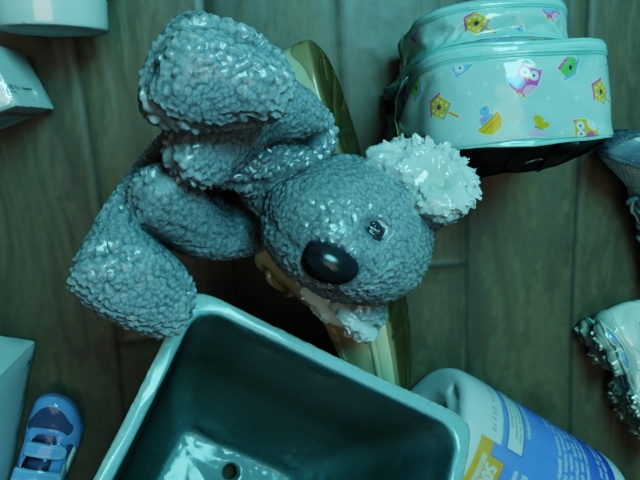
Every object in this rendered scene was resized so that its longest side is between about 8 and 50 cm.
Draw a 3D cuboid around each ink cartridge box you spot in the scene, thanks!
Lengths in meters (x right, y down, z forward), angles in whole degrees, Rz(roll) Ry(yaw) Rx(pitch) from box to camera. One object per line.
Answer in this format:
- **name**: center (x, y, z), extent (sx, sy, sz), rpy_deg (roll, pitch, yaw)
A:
- **ink cartridge box**: center (-0.310, -0.111, 0.498), extent (0.135, 0.099, 0.056), rpy_deg (-23, 102, -2)

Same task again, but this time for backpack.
- **backpack**: center (0.143, -0.121, 0.499), extent (0.166, 0.188, 0.144), rpy_deg (-3, 102, -5)

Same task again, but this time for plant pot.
- **plant pot**: center (-0.068, 0.235, 0.502), extent (0.248, 0.252, 0.247), rpy_deg (27, 60, -8)

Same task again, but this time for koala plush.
- **koala plush**: center (-0.015, -0.028, 0.418), extent (0.221, 0.203, 0.196), rpy_deg (24, 112, -9)

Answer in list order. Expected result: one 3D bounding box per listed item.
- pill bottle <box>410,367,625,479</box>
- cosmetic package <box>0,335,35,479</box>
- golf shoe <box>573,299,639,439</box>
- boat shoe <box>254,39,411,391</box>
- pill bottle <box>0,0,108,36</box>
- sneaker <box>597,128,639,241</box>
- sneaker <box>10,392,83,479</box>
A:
- **pill bottle**: center (0.206, 0.255, 0.603), extent (0.272, 0.152, 0.152), rpy_deg (31, 97, -11)
- **cosmetic package**: center (-0.407, 0.192, 0.533), extent (0.225, 0.138, 0.224), rpy_deg (13, 100, -10)
- **golf shoe**: center (0.349, 0.145, 0.642), extent (0.086, 0.069, 0.176), rpy_deg (-29, 104, -6)
- **boat shoe**: center (0.000, 0.000, 0.552), extent (0.110, 0.122, 0.341), rpy_deg (-16, 93, 15)
- **pill bottle**: center (-0.219, -0.271, 0.465), extent (0.118, 0.117, 0.208), rpy_deg (-2, 102, -6)
- **sneaker**: center (0.371, 0.002, 0.592), extent (0.283, 0.110, 0.122), rpy_deg (37, 99, -12)
- **sneaker**: center (-0.274, 0.222, 0.592), extent (0.053, 0.059, 0.144), rpy_deg (12, 99, -6)
